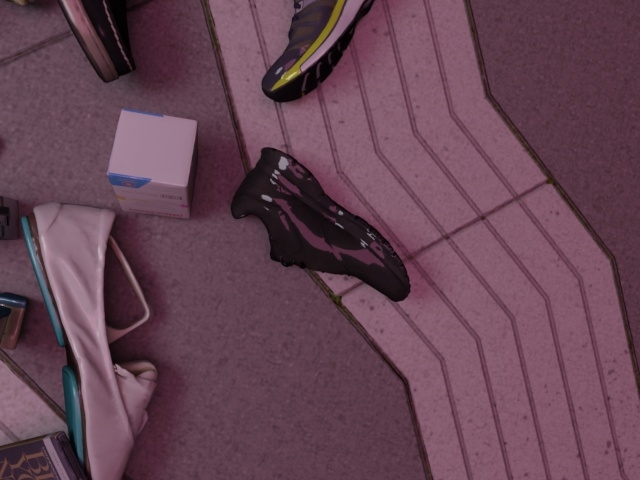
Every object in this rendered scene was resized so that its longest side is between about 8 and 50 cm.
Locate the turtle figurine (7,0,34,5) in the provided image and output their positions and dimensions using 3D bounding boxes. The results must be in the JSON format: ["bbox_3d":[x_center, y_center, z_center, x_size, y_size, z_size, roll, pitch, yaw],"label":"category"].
[{"bbox_3d":[-0.486,-0.342,0.669,0.270,0.087,0.217,34,68,-16],"label":"turtle figurine"}]

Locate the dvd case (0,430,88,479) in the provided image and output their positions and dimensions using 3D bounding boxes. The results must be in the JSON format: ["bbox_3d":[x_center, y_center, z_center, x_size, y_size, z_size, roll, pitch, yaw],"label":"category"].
[{"bbox_3d":[-0.366,0.332,0.688,0.222,0.018,0.164,-20,96,24],"label":"dvd case"}]

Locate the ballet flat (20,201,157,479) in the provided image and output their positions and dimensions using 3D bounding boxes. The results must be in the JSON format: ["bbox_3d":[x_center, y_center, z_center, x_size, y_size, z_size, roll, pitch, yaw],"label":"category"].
[{"bbox_3d":[-0.281,0.143,0.712,0.139,0.139,0.399,-11,93,-10],"label":"ballet flat"}]

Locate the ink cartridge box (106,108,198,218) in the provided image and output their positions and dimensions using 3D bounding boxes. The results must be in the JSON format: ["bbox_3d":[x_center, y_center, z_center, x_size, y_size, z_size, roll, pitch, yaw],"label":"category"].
[{"bbox_3d":[-0.210,-0.090,0.708,0.092,0.143,0.089,8,73,-10],"label":"ink cartridge box"}]

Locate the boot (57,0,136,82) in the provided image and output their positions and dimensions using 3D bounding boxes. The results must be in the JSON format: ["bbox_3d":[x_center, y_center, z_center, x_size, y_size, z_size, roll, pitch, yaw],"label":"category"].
[{"bbox_3d":[-0.199,-0.402,0.689,0.285,0.138,0.376,-14,80,-11],"label":"boot"}]

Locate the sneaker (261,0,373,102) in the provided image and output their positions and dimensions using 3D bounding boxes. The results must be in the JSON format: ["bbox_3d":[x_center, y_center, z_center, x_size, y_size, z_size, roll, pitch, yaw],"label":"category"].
[{"bbox_3d":[-0.004,-0.326,0.761,0.121,0.111,0.299,31,80,0],"label":"sneaker"}]

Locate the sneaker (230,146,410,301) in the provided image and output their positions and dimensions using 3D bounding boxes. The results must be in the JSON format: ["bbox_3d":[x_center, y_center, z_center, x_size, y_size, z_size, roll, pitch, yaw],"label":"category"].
[{"bbox_3d":[0.000,0.000,0.772,0.286,0.109,0.130,40,91,0],"label":"sneaker"}]

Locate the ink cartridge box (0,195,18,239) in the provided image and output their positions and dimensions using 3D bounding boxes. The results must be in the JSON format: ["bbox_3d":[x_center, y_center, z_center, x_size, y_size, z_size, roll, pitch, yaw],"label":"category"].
[{"bbox_3d":[-0.443,-0.029,0.664,0.100,0.135,0.056,-2,89,-11],"label":"ink cartridge box"}]

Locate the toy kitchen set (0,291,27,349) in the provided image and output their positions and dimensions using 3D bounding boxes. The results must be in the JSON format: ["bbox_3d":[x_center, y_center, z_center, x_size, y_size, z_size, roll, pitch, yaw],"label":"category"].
[{"bbox_3d":[-0.471,0.061,0.645,0.207,0.166,0.122,14,89,-11],"label":"toy kitchen set"}]
